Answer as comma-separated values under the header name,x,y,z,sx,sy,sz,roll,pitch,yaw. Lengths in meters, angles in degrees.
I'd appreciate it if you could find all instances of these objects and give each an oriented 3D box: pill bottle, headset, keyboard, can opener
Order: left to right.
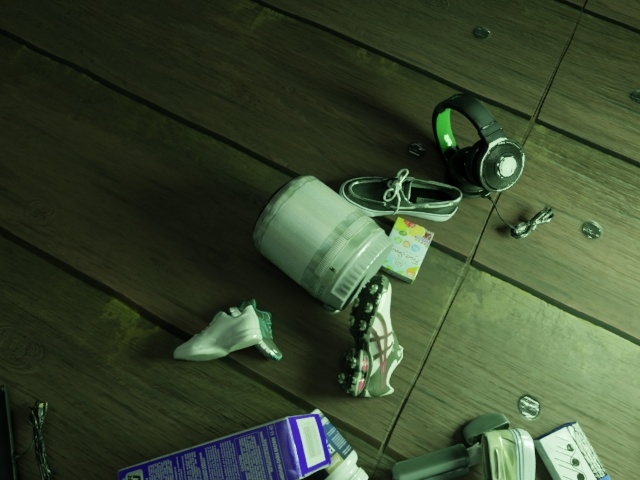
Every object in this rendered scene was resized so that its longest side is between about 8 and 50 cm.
name,x,y,z,sx,sy,sz,roll,pitch,yaw
keyboard,-0.646,0.455,1.032,0.202,0.033,0.317,-19,69,-3
pill bottle,0.015,0.440,1.026,0.094,0.094,0.169,-40,73,-17
can opener,0.279,0.452,1.055,0.281,0.074,0.093,-16,34,-11
headset,0.427,-0.189,1.249,0.185,0.243,0.394,-28,92,-8

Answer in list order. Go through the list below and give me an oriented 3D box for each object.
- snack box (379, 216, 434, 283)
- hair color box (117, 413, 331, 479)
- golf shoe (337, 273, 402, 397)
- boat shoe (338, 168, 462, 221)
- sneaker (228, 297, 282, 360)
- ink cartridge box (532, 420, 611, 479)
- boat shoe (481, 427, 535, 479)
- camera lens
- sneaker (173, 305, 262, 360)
name,x,y,z,sx,sy,sz,roll,pitch,yaw
snack box,0.210,0.023,1.246,0.100,0.037,0.141,25,68,9
hair color box,-0.170,0.421,0.927,0.339,0.185,0.110,-20,69,11
golf shoe,0.124,0.212,1.112,0.120,0.105,0.272,13,90,-19
boat shoe,0.201,-0.117,1.269,0.307,0.105,0.113,12,67,3
sneaker,-0.135,0.198,1.146,0.076,0.065,0.166,-38,74,-21
ink cartridge box,0.546,0.499,1.047,0.097,0.046,0.207,-21,69,-10
boat shoe,0.359,0.522,0.982,0.094,0.109,0.302,3,80,3
camera lens,0.000,0.000,1.149,0.274,0.219,0.219,37,70,13
sneaker,-0.229,0.205,1.109,0.212,0.080,0.094,-19,66,13
